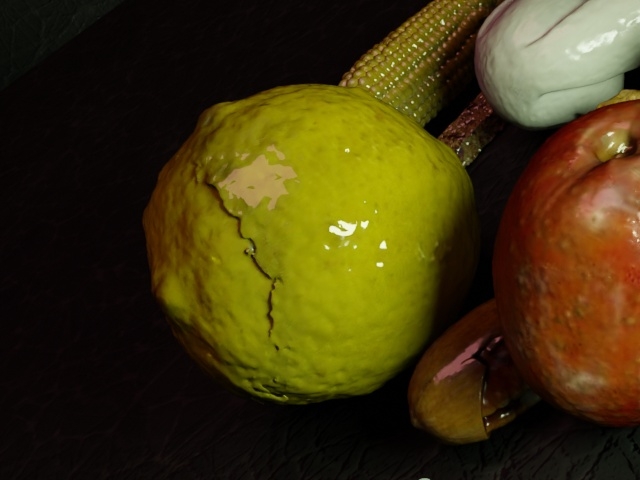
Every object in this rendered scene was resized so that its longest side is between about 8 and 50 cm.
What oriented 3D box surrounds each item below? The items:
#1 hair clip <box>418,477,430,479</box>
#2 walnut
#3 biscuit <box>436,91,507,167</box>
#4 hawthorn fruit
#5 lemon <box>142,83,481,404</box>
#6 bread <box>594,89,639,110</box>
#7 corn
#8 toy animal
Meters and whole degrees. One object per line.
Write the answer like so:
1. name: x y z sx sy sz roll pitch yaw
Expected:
1. hair clip: 0.105 0.268 1.233 0.030 0.039 0.115 -34 31 18
2. walnut: 0.172 0.119 1.307 0.207 0.116 0.116 -38 28 -15
3. biscuit: 0.201 -0.147 1.714 0.199 0.034 0.064 -45 30 -13
4. hawthorn fruit: 0.280 0.015 1.181 0.284 0.284 0.284 -27 31 18
5. lemon: 0.000 0.000 1.431 0.387 0.349 0.350 -16 19 -28
6. bread: 0.371 -0.093 1.374 0.083 0.114 0.211 -47 28 -11
7. corn: 0.138 -0.235 1.814 0.347 0.130 0.130 -43 29 -14
8. toy animal: 0.297 -0.245 1.576 0.265 0.206 0.272 -38 31 -8
